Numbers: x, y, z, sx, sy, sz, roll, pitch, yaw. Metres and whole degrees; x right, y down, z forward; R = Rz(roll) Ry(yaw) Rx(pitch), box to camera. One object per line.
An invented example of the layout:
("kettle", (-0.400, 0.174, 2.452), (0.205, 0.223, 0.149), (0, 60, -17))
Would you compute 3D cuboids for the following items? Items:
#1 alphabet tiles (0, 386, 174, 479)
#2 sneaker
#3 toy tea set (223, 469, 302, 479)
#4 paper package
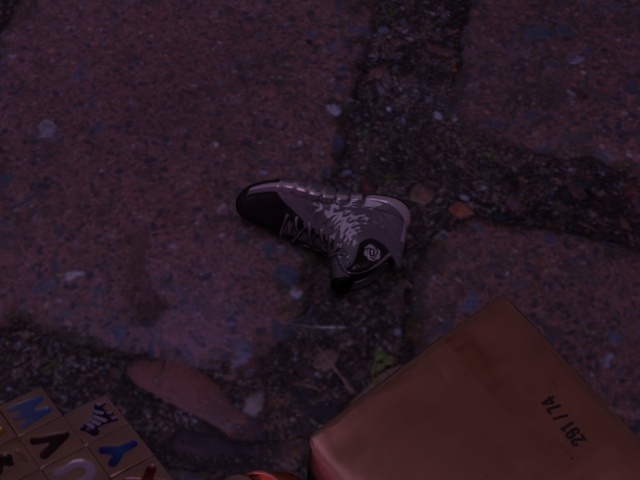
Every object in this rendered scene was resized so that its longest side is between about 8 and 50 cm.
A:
("alphabet tiles", (-0.342, 0.295, 1.194), (0.343, 0.011, 0.285), (-25, 48, -28))
("sneaker", (0.000, 0.000, 1.403), (0.229, 0.086, 0.132), (5, 62, 1))
("toy tea set", (-0.025, 0.391, 1.098), (0.200, 0.124, 0.336), (-49, 64, 18))
("paper package", (0.188, 0.280, 1.192), (0.309, 0.168, 0.325), (-33, 65, -21))
